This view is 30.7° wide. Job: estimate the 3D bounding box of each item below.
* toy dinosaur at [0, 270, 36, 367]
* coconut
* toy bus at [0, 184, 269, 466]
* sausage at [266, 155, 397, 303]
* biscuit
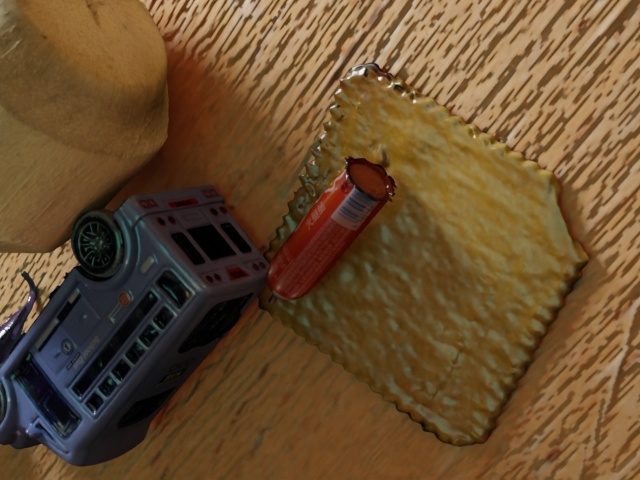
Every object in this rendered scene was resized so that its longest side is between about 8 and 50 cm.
[{"bbox_3d":[-0.294,0.127,1.086,0.045,0.080,0.198,11,80,32],"label":"toy dinosaur"},{"bbox_3d":[-0.260,-0.107,0.940,0.266,0.237,0.237,-36,80,24],"label":"coconut"},{"bbox_3d":[-0.175,0.089,0.985,0.133,0.125,0.292,49,118,16],"label":"toy bus"},{"bbox_3d":[0.000,0.000,0.901,0.048,0.050,0.145,38,122,-1],"label":"sausage"},{"bbox_3d":[0.072,0.014,0.893,0.236,0.013,0.232,34,114,20],"label":"biscuit"}]
